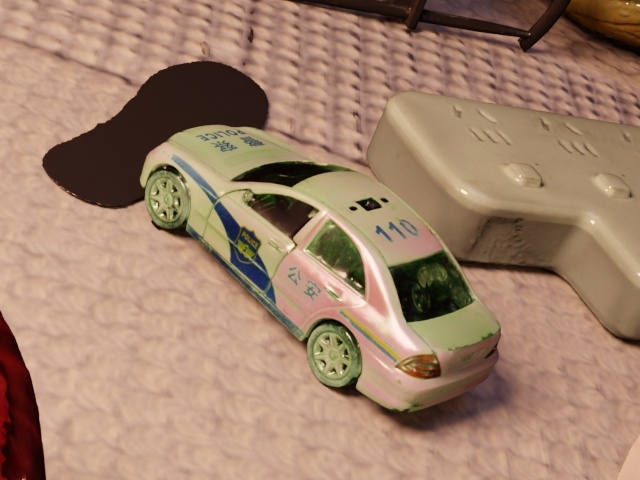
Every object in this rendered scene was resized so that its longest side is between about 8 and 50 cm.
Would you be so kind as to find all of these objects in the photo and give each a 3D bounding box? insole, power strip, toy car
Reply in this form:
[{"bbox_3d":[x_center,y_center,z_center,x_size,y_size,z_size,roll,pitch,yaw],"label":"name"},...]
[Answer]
[{"bbox_3d":[-0.091,-0.066,0.984,0.080,0.003,0.232,30,30,9],"label":"insole"},{"bbox_3d":[0.176,-0.014,1.047,0.265,0.059,0.193,5,35,-33],"label":"power strip"},{"bbox_3d":[0.000,0.000,0.876,0.224,0.076,0.090,42,35,26],"label":"toy car"}]

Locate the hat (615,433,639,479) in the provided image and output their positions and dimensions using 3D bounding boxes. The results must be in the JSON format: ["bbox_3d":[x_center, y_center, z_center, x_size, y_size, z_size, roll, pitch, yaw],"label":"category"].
[{"bbox_3d":[0.262,0.169,0.812,0.226,0.164,0.219,-8,21,22],"label":"hat"}]

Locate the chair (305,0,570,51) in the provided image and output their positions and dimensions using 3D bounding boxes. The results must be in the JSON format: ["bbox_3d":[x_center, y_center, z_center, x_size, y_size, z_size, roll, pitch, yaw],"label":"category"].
[{"bbox_3d":[0.068,-0.257,1.260,0.260,0.154,0.141,7,35,-25],"label":"chair"}]

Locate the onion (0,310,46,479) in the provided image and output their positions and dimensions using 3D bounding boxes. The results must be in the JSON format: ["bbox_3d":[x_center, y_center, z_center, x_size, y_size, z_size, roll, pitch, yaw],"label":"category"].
[{"bbox_3d":[-0.195,0.061,0.490,0.252,0.219,0.252,14,40,-12],"label":"onion"}]

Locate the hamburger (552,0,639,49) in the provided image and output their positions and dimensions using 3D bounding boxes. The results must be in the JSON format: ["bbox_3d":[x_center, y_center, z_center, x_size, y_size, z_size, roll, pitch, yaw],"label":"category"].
[{"bbox_3d":[0.301,-0.238,1.429,0.285,0.134,0.265,16,39,-6],"label":"hamburger"}]
